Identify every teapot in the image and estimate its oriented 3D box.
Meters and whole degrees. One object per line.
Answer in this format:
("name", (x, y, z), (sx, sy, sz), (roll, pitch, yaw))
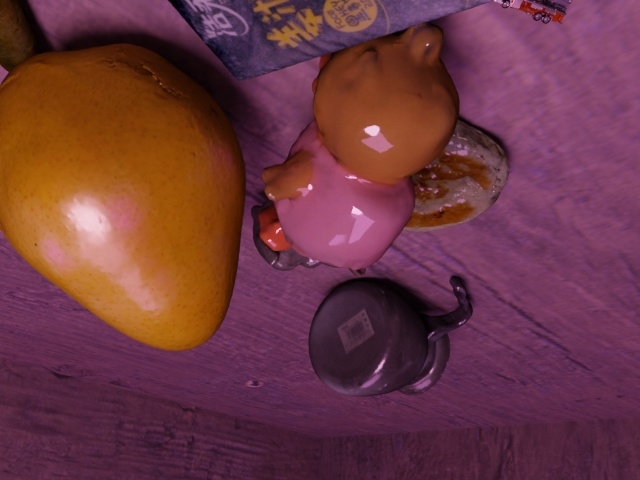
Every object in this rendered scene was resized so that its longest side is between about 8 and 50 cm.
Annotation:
("teapot", (0.159, 0.184, 1.176), (0.285, 0.305, 0.223), (25, -175, -45))

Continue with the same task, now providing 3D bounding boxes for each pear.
("pear", (-0.217, -0.040, 0.630), (0.284, 0.336, 0.285), (-6, 175, -1))

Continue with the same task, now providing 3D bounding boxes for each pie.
("pie", (0.129, -0.083, 0.759), (0.240, 0.054, 0.240), (5, 151, 3))

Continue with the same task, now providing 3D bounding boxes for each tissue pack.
("tissue pack", (-0.009, -0.240, 0.453), (0.257, 0.081, 0.185), (-8, 147, 26))

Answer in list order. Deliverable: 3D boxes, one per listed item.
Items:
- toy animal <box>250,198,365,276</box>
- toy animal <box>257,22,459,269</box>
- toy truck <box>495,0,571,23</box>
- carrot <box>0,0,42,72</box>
("toy animal", (0.001, -0.008, 0.909), (0.236, 0.138, 0.108), (3, 123, -49))
("toy animal", (0.041, -0.094, 0.588), (0.195, 0.169, 0.281), (-12, 136, -40))
("toy truck", (0.184, -0.219, 0.512), (0.083, 0.024, 0.032), (12, 130, -15))
("carrot", (-0.334, -0.262, 0.500), (0.074, 0.074, 0.358), (4, 154, 6))
